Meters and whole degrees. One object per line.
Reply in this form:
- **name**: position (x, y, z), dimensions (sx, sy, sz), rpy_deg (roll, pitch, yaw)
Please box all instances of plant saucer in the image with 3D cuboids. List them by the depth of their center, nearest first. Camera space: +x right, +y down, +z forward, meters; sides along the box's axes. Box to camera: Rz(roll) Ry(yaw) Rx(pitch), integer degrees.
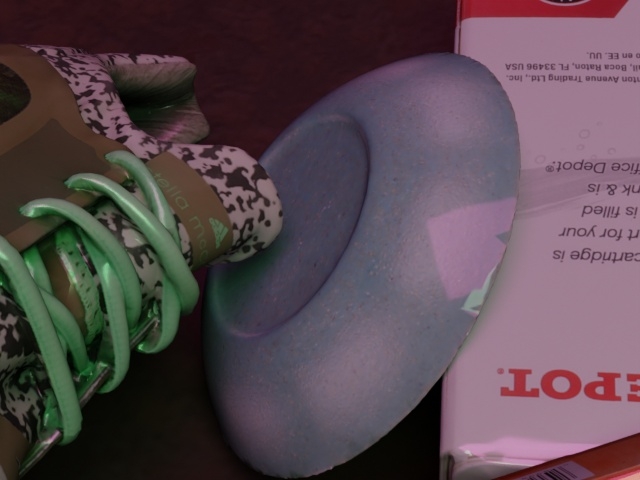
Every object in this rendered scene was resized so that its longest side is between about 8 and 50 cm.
- **plant saucer**: position (0.000, 0.000, 0.597), dimensions (0.195, 0.037, 0.195), rpy_deg (-36, 38, 35)

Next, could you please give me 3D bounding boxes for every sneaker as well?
- **sneaker**: position (-0.105, 0.001, 0.533), dimensions (0.182, 0.158, 0.410), rpy_deg (-13, 29, -1)

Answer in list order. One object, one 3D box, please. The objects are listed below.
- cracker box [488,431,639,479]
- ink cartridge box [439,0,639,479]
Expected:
- **cracker box**: position (0.138, 0.173, 0.451), dimensions (0.156, 0.067, 0.232), rpy_deg (-18, 89, -2)
- **ink cartridge box**: position (0.152, 0.000, 0.614), dimensions (0.197, 0.114, 0.272), rpy_deg (2, 55, 6)
